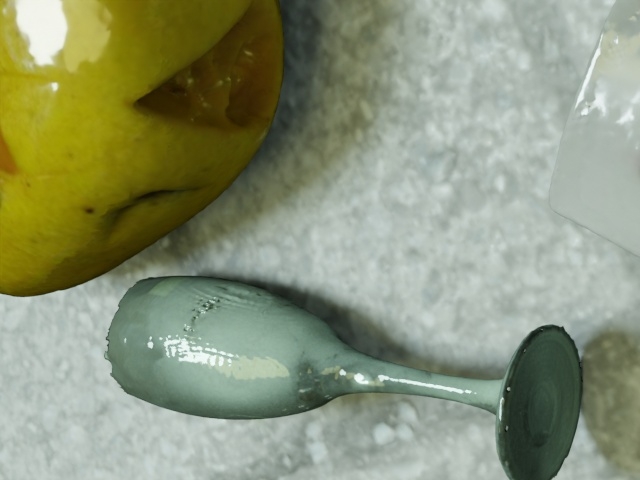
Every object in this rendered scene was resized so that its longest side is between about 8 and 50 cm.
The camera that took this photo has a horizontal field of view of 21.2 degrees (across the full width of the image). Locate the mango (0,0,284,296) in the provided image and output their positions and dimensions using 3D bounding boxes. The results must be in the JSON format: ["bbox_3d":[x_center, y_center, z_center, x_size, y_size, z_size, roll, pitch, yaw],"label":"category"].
[{"bbox_3d":[-0.162,-0.099,1.112,0.253,0.182,0.365,47,136,13],"label":"mango"}]

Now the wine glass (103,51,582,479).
[{"bbox_3d":[0.000,0.000,1.058,0.310,0.096,0.264,8,109,35],"label":"wine glass"}]

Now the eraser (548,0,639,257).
[{"bbox_3d":[0.264,-0.033,0.863,0.270,0.095,0.174,31,116,25],"label":"eraser"}]
